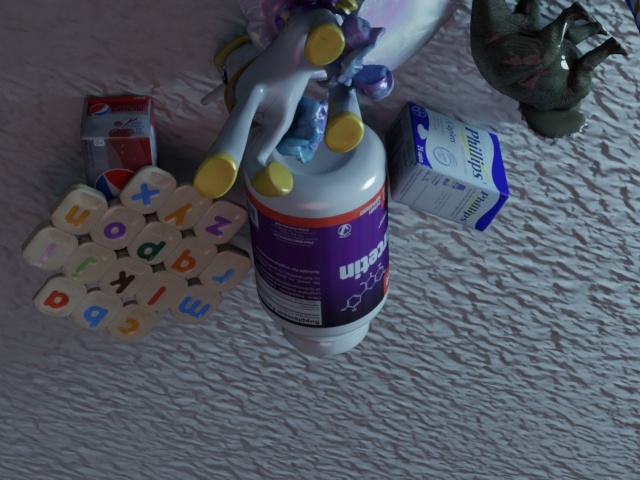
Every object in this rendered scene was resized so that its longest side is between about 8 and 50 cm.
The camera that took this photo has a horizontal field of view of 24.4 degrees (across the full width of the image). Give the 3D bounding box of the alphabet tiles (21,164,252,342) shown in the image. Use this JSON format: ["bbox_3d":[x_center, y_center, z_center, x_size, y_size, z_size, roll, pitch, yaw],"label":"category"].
[{"bbox_3d":[-0.237,0.020,1.940,0.284,0.021,0.278,23,122,-32],"label":"alphabet tiles"}]

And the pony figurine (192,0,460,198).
[{"bbox_3d":[-0.020,-0.225,1.646,0.303,0.363,0.351,34,110,-21],"label":"pony figurine"}]

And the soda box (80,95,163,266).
[{"bbox_3d":[-0.254,-0.064,1.934,0.092,0.083,0.263,-1,136,-3],"label":"soda box"}]

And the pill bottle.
[{"bbox_3d":[0.000,0.000,1.936,0.182,0.181,0.323,-3,135,1],"label":"pill bottle"}]

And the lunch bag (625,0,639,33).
[{"bbox_3d":[0.452,-0.382,1.472,0.385,0.327,0.239,-36,127,27],"label":"lunch bag"}]

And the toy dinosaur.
[{"bbox_3d":[0.256,-0.220,1.759,0.160,0.121,0.313,-45,131,15],"label":"toy dinosaur"}]

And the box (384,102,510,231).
[{"bbox_3d":[0.160,-0.094,1.887,0.137,0.126,0.072,19,130,-20],"label":"box"}]
